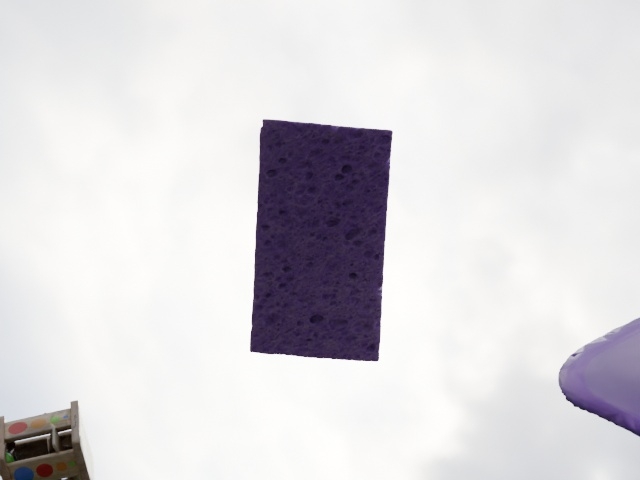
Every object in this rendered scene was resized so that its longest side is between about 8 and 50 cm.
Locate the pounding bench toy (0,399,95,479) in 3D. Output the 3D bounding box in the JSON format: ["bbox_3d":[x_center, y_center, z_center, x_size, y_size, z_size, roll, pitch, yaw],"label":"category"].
[{"bbox_3d":[-0.190,0.159,1.260,0.083,0.065,0.052,-107,-175,-59],"label":"pounding bench toy"}]

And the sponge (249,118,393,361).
[{"bbox_3d":[0.000,0.000,1.635,0.031,0.117,0.210,-71,164,-84],"label":"sponge"}]

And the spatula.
[{"bbox_3d":[0.179,0.047,0.512,0.296,0.084,0.030,2,-69,59],"label":"spatula"}]
